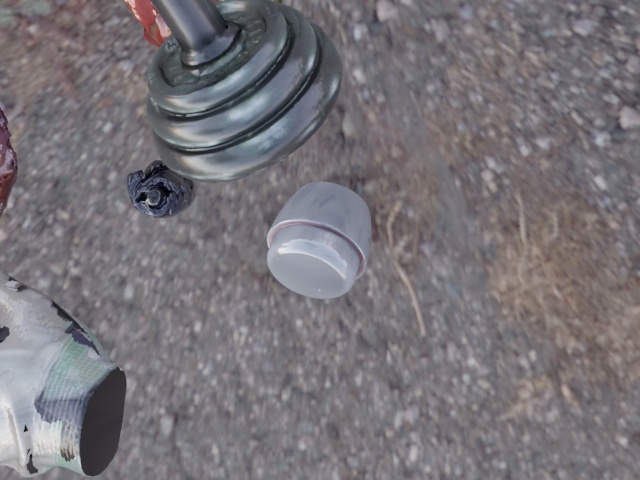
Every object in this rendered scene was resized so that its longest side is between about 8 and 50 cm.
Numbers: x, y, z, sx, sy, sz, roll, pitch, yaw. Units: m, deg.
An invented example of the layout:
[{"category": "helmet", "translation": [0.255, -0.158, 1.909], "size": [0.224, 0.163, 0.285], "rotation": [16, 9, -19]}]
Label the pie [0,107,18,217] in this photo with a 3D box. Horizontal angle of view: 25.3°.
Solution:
[{"category": "pie", "translation": [-0.239, -0.036, 0.790], "size": [0.154, 0.036, 0.154], "rotation": [-18, 121, -33]}]

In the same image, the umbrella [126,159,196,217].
[{"category": "umbrella", "translation": [-0.175, -0.062, 1.706], "size": [0.071, 0.248, 0.071], "rotation": [0, 94, 7]}]

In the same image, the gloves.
[{"category": "gloves", "translation": [-0.238, 0.088, 1.002], "size": [0.212, 0.111, 0.127], "rotation": [15, 138, 19]}]

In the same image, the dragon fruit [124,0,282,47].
[{"category": "dragon fruit", "translation": [-0.167, -0.333, 1.875], "size": [0.274, 0.192, 0.193], "rotation": [29, 122, 28]}]

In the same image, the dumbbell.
[{"category": "dumbbell", "translation": [-0.123, -0.207, 1.106], "size": [0.179, 0.179, 0.406], "rotation": [-28, 131, 7]}]

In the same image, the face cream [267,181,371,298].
[{"category": "face cream", "translation": [0.000, 0.000, 1.621], "size": [0.117, 0.104, 0.117], "rotation": [13, 145, 9]}]
